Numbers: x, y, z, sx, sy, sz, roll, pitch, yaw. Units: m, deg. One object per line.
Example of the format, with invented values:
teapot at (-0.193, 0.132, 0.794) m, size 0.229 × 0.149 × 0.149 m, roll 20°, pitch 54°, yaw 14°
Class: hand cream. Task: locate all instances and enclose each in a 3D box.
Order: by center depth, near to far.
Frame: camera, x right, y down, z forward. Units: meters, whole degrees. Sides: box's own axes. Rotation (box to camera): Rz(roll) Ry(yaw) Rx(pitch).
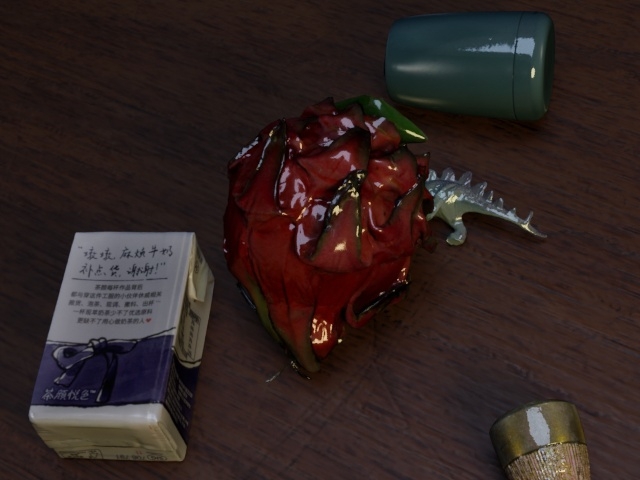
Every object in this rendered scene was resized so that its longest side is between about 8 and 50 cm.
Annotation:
hand cream at (0.216, 0.243, 0.983) m, size 0.084 × 0.084 × 0.203 m, roll -15°, pitch 60°, yaw 0°

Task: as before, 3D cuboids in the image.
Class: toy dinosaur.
toy dinosaur at (0.143, -0.038, 1.206) m, size 0.208 × 0.039 × 0.082 m, roll 15°, pitch 59°, yaw 18°

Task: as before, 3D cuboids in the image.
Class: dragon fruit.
dragon fruit at (0.000, 0.000, 1.105) m, size 0.233 × 0.234 × 0.293 m, roll 10°, pitch 77°, yaw 17°

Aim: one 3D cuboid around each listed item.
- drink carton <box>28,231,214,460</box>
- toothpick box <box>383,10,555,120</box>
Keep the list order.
drink carton at (-0.195, 0.102, 1.137) m, size 0.134 × 0.102 × 0.222 m, roll -1°, pitch 56°, yaw 12°
toothpick box at (0.166, -0.199, 1.262) m, size 0.184 × 0.120 × 0.120 m, roll 6°, pitch 58°, yaw 17°
